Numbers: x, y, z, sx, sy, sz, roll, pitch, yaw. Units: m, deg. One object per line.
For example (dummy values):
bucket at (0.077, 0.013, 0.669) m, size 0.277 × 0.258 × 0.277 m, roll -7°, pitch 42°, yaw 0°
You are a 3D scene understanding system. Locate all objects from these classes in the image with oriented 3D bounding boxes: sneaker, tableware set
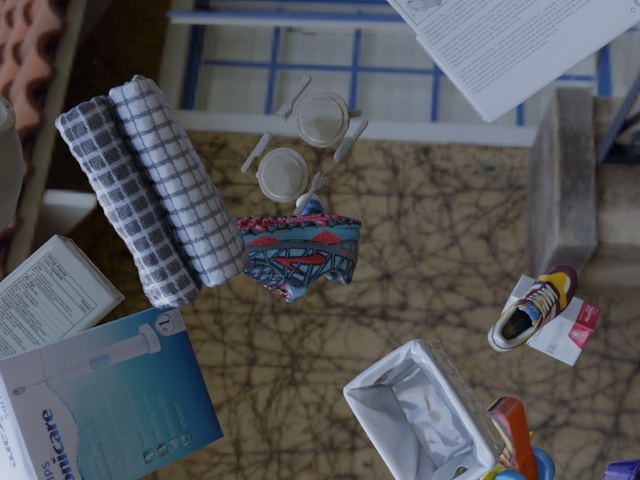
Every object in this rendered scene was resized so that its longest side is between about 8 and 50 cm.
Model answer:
sneaker at (0.347, 0.108, 1.473) m, size 0.185 × 0.069 × 0.084 m, roll -46°, pitch -9°, yaw -6°
tableware set at (-0.024, -0.146, 1.441) m, size 0.194 × 0.128 × 0.039 m, roll -53°, pitch -12°, yaw 15°
sneaker at (-0.056, 0.030, 1.306) m, size 0.104 × 0.262 × 0.125 m, roll -163°, pitch 71°, yaw -65°
sneaker at (-0.001, 0.000, 1.541) m, size 0.152 × 0.058 × 0.084 m, roll 77°, pitch 176°, yaw -47°

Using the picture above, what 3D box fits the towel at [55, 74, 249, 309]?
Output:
towel at (-0.188, -0.060, 1.037) m, size 0.235 × 0.121 × 0.283 m, roll 63°, pitch 177°, yaw -11°

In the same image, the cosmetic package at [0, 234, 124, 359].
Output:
cosmetic package at (-0.494, 0.143, 1.549) m, size 0.153 × 0.296 × 0.129 m, roll 49°, pitch 176°, yaw -1°

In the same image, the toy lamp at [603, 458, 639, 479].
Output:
toy lamp at (0.502, 0.345, 1.242) m, size 0.275 × 0.080 × 0.080 m, roll -5°, pitch 81°, yaw 59°

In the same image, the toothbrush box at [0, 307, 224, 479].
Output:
toothbrush box at (-0.310, 0.232, 1.282) m, size 0.296 × 0.126 × 0.216 m, roll -19°, pitch -92°, yaw -47°

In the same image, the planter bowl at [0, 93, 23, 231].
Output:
planter bowl at (-0.358, -0.092, 0.890) m, size 0.109 × 0.162 × 0.162 m, roll -57°, pitch 12°, yaw 27°

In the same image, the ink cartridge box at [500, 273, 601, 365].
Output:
ink cartridge box at (0.400, 0.140, 1.629) m, size 0.063 × 0.151 × 0.109 m, roll -54°, pitch -16°, yaw -39°

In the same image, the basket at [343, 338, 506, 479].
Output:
basket at (0.125, 0.208, 1.072) m, size 0.167 × 0.113 × 0.103 m, roll 57°, pitch -163°, yaw 15°

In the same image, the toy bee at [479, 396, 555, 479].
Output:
toy bee at (0.300, 0.409, 1.538) m, size 0.195 × 0.162 × 0.298 m, roll -2°, pitch -99°, yaw -46°

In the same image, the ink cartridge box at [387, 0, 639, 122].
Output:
ink cartridge box at (0.218, -0.306, 0.965) m, size 0.261 × 0.296 × 0.066 m, roll 46°, pitch -152°, yaw -19°
